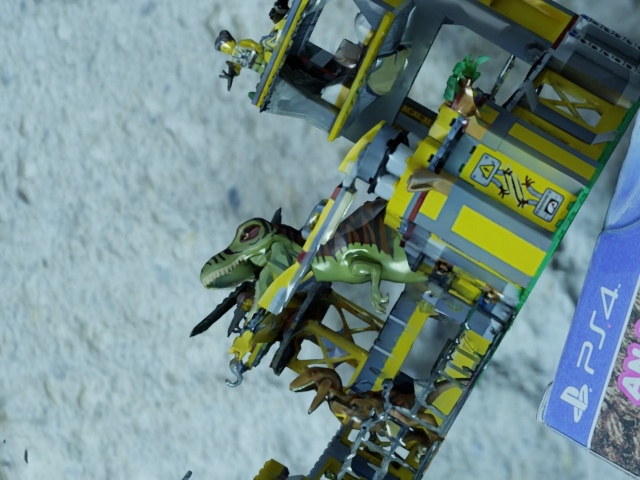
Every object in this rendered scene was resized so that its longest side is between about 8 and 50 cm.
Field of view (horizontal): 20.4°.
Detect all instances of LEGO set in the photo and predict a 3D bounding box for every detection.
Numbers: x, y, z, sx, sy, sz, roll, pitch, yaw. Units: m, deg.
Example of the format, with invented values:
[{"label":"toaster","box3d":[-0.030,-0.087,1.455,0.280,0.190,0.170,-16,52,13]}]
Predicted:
[{"label":"LEGO set","box3d":[0.000,0.000,0.820,0.192,0.255,0.331,30,132,7]}]

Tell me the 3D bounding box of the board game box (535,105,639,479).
[{"label":"board game box","box3d":[0.263,0.021,0.670,0.291,0.141,0.232,29,113,37]}]
